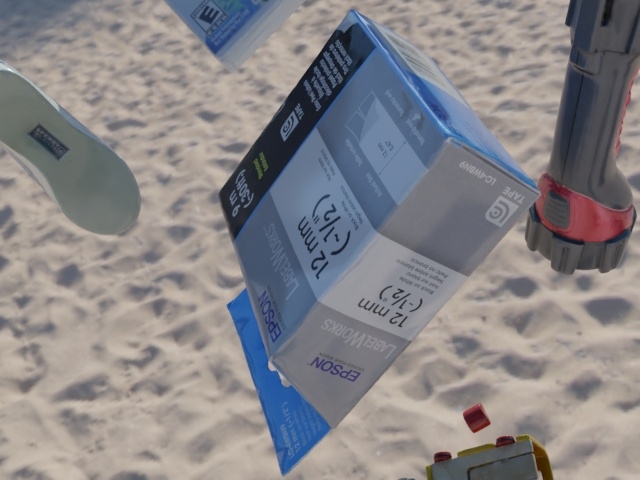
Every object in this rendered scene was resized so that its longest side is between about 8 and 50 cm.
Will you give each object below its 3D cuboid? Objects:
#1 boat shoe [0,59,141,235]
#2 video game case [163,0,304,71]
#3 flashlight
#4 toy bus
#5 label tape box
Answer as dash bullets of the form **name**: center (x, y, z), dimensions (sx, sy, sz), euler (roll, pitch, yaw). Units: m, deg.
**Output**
- **boat shoe**: center (-0.258, -0.095, 0.869), dimensions (0.079, 0.227, 0.081), euler (-41, 44, -4)
- **video game case**: center (-0.063, -0.385, 0.967), dimensions (0.329, 0.036, 0.300), euler (-44, 59, 7)
- **flashlight**: center (0.248, -0.106, 0.782), dimensions (0.103, 0.304, 0.103), euler (1, 42, 2)
- **toy bus**: center (0.240, 0.356, 1.300), dimensions (0.202, 0.104, 0.191), euler (30, 84, 42)
- **label tape box**: center (0.000, 0.000, 0.810), dimensions (0.347, 0.115, 0.249), euler (-50, 35, 20)
